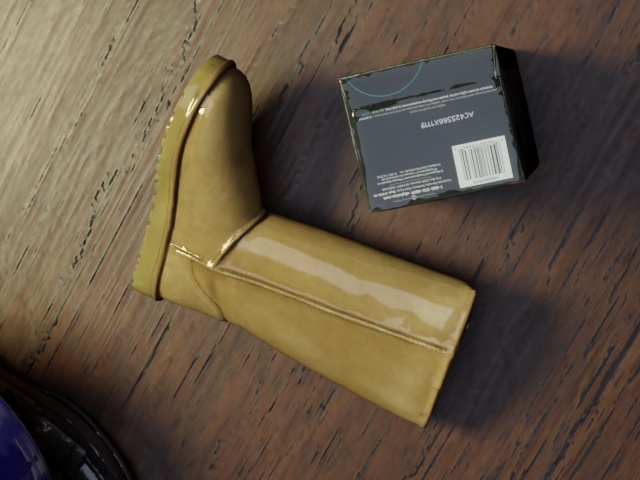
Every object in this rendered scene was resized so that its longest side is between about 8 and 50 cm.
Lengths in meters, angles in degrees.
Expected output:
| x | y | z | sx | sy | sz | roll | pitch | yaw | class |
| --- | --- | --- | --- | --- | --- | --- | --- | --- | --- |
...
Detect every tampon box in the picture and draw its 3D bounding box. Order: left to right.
| x | y | z | sx | sy | sz | roll | pitch | yaw | class |
| --- | --- | --- | --- | --- | --- | --- | --- | --- | --- |
| 0.095 | -0.086 | 1.112 | 0.120 | 0.161 | 0.101 | -12 | 93 | 13 | tampon box |

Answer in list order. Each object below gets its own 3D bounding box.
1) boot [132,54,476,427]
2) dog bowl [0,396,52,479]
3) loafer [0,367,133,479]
| x | y | z | sx | sy | sz | roll | pitch | yaw | class |
| --- | --- | --- | --- | --- | --- | --- | --- | --- | --- |
| 0.000 | 0.000 | 1.166 | 0.269 | 0.089 | 0.236 | 23 | 124 | 10 | boot |
| -0.350 | 0.190 | 1.188 | 0.265 | 0.104 | 0.265 | 20 | 134 | 22 | dog bowl |
| -0.295 | 0.153 | 1.246 | 0.302 | 0.095 | 0.109 | 40 | 101 | 5 | loafer |
